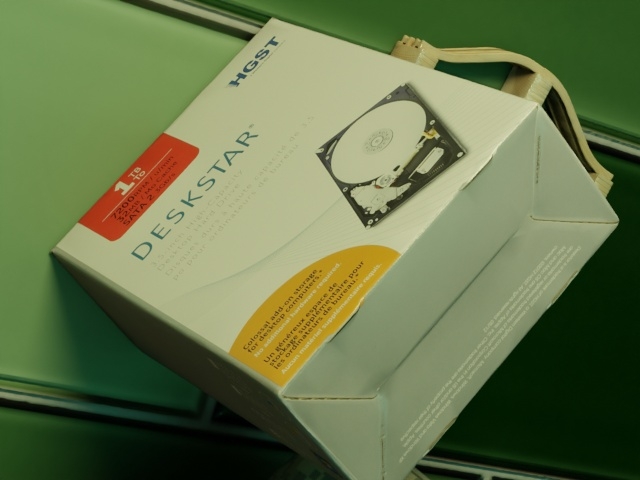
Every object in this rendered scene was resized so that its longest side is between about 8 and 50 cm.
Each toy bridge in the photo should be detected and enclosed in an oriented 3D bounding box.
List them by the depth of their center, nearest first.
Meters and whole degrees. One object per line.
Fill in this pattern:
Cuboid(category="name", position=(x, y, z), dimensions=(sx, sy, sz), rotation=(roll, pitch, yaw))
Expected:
Cuboid(category="toy bridge", position=(0.115, -0.075, 1.110), dimensions=(0.188, 0.026, 0.063), rotation=(30, 87, -37))

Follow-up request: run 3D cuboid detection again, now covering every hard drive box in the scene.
Cuboid(category="hard drive box", position=(0.000, 0.000, 0.928), dimensions=(0.181, 0.232, 0.089), rotation=(-48, 125, -13))

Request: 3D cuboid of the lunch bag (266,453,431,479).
Cuboid(category="lunch bag", position=(-0.003, 0.282, 0.988), dimensions=(0.256, 0.212, 0.305), rotation=(-42, 149, -22))
